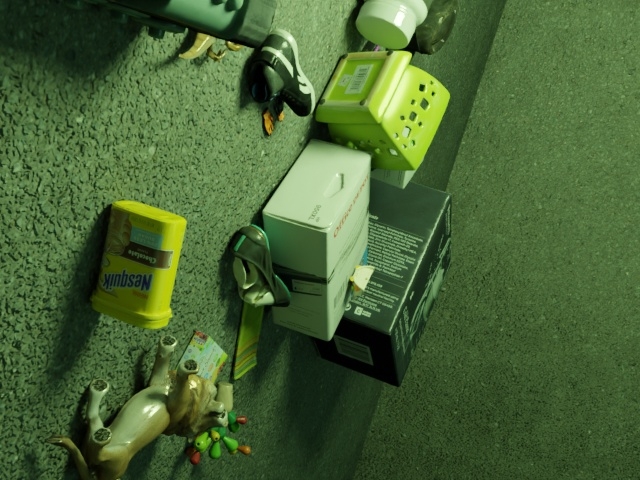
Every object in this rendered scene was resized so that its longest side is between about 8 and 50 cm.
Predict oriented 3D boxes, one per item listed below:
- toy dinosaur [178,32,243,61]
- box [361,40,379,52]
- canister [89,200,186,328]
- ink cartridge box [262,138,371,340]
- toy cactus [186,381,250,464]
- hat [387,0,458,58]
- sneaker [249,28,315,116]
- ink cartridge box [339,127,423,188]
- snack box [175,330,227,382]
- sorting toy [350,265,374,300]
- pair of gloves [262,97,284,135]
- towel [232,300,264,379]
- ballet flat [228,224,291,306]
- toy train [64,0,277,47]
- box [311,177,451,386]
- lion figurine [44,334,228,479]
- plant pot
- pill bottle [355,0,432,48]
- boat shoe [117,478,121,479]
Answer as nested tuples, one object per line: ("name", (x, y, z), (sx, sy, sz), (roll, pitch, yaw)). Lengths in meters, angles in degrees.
("toy dinosaur", (-0.178, -0.331, 1.206), (0.112, 0.064, 0.212), (51, 50, -48))
("box", (0.121, -0.427, 1.975), (0.116, 0.029, 0.162), (-60, 158, -26))
("canister", (-0.278, 0.035, 1.162), (0.073, 0.126, 0.170), (-15, 120, -68))
("ink cartridge box", (0.000, 0.000, 1.826), (0.395, 0.166, 0.285), (89, 22, -46))
("toy cactus", (-0.229, 0.425, 1.758), (0.219, 0.112, 0.181), (4, 95, -62))
("hat", (0.309, -0.631, 2.143), (0.331, 0.133, 0.331), (-53, 154, -40))
("sneaker", (-0.084, -0.293, 1.472), (0.121, 0.079, 0.217), (-58, 150, -24))
("ink cartridge box", (0.156, -0.240, 1.984), (0.153, 0.208, 0.087), (-52, 157, -41))
("snack box", (-0.251, 0.262, 1.600), (0.100, 0.037, 0.141), (-65, 160, -20))
("sorting toy", (0.095, 0.111, 1.884), (0.075, 0.044, 0.083), (102, 13, -45))
("pair of gloves", (-0.094, -0.260, 1.563), (0.083, 0.010, 0.074), (-60, 159, -31))
("towel", (-0.168, 0.217, 1.818), (0.102, 0.021, 0.237), (-37, 142, -60))
("ballet flat", (-0.144, 0.080, 1.660), (0.096, 0.095, 0.280), (-50, 144, -25))
("toy train", (-0.191, -0.326, 0.941), (0.334, 0.190, 0.142), (-9, 117, -69))
("box", (0.187, 0.124, 2.313), (0.480, 0.297, 0.472), (73, 39, -61))
("lion figurine", (-0.326, 0.330, 1.358), (0.392, 0.142, 0.240), (-25, 141, -46))
("plant pot", (0.136, -0.319, 1.790), (0.207, 0.227, 0.228), (42, 68, -43))
("pill bottle", (0.199, -0.611, 1.801), (0.283, 0.161, 0.161), (-67, 161, -11))
("boat shoe", (-0.424, 0.516, 1.320), (0.224, 0.080, 0.073), (-65, 149, -12))
